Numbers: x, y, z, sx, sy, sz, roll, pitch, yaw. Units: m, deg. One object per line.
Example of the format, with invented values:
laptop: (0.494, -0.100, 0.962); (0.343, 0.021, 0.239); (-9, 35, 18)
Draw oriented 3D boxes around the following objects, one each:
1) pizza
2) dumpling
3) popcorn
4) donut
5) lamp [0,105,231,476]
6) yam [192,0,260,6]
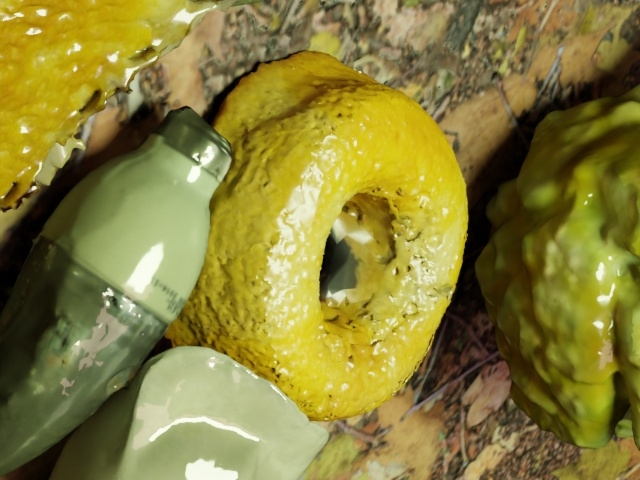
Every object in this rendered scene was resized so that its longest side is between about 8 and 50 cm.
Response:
pizza: (-0.174, -0.091, 0.859); (0.297, 0.071, 0.189); (-37, 142, 1)
dumpling: (-0.094, 0.162, 1.075); (0.162, 0.132, 0.250); (10, 133, -27)
popcorn: (0.263, 0.020, 1.270); (0.279, 0.335, 0.274); (-16, 117, 7)
donut: (-0.001, 0.002, 1.116); (0.253, 0.118, 0.253); (-15, 110, -47)
lamp: (-0.134, 0.030, 0.993); (0.250, 0.101, 0.101); (-56, 141, -6)
yam: (-0.084, -0.158, 0.968); (0.132, 0.054, 0.054); (-18, 125, -38)
